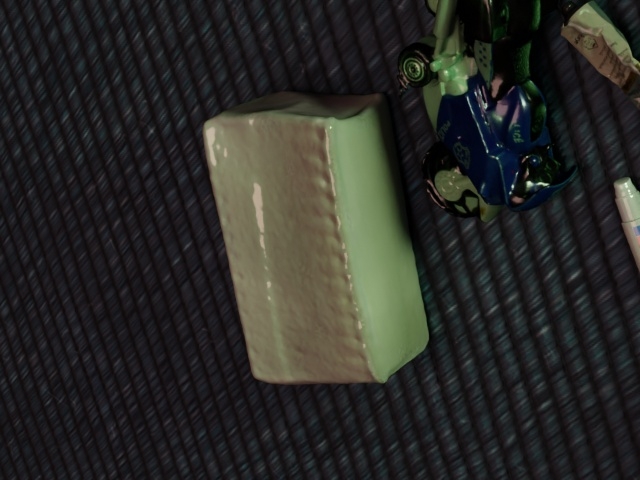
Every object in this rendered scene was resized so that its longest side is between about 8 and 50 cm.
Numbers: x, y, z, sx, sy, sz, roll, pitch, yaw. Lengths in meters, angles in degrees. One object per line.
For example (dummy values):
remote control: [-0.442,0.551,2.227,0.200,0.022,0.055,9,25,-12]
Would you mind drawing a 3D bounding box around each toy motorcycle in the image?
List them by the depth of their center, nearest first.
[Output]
toy motorcycle: [0.189,-0.156,1.815,0.196,0.125,0.331,22,128,34]

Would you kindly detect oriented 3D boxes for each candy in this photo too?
candy: [-0.001,-0.001,2.021,0.208,0.145,0.358,0,109,38]

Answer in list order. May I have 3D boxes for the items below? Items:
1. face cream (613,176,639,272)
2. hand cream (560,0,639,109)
face cream: [0.350,-0.006,1.804,0.034,0.034,0.130,-18,96,42]
hand cream: [0.348,-0.167,1.737,0.248,0.052,0.075,42,152,11]
